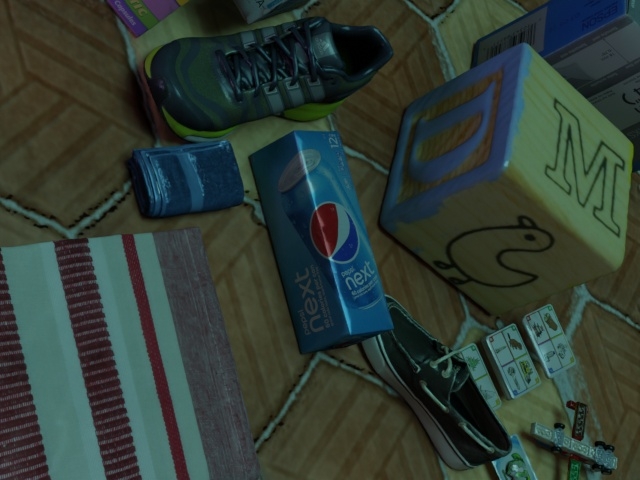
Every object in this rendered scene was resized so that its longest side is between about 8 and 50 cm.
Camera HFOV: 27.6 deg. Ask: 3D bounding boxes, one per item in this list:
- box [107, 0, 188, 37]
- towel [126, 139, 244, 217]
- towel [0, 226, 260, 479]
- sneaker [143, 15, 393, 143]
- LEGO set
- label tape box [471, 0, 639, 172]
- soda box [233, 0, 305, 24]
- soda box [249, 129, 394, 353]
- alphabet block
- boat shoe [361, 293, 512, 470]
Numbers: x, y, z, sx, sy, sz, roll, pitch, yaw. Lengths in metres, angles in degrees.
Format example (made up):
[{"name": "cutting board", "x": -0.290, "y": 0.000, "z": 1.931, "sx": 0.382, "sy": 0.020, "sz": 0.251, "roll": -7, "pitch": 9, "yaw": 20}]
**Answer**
[{"name": "box", "x": -0.153, "y": -0.358, "z": 1.268, "sx": 0.213, "sy": 0.117, "sz": 0.243, "roll": 50, "pitch": 43, "yaw": -16}, {"name": "towel", "x": -0.123, "y": -0.058, "z": 1.219, "sx": 0.119, "sy": 0.029, "sz": 0.067, "roll": -10, "pitch": 79, "yaw": -48}, {"name": "towel", "x": -0.201, "y": 0.115, "z": 1.053, "sx": 0.329, "sy": 0.037, "sz": 0.237, "roll": -6, "pitch": 78, "yaw": -45}, {"name": "sneaker", "x": -0.048, "y": -0.174, "z": 1.282, "sx": 0.300, "sy": 0.121, "sz": 0.111, "roll": -20, "pitch": 86, "yaw": -48}, {"name": "LEGO set", "x": 0.238, "y": 0.215, "z": 1.461, "sx": 0.182, "sy": 0.060, "sz": 0.244, "roll": -22, "pitch": 87, "yaw": -36}, {"name": "label tape box", "x": 0.388, "y": -0.174, "z": 1.637, "sx": 0.334, "sy": 0.241, "sz": 0.106, "roll": 34, "pitch": 49, "yaw": -30}, {"name": "soda box", "x": -0.038, "y": -0.270, "z": 1.340, "sx": 0.058, "sy": 0.063, "sz": 0.183, "roll": 59, "pitch": 21, "yaw": -6}, {"name": "soda box", "x": 0.000, "y": 0.000, "z": 1.284, "sx": 0.067, "sy": 0.071, "sz": 0.210, "roll": -4, "pitch": 74, "yaw": -47}, {"name": "alphabet block", "x": 0.209, "y": -0.064, "z": 1.443, "sx": 0.197, "sy": 0.192, "sz": 0.193, "roll": 37, "pitch": 50, "yaw": -27}, {"name": "boat shoe", "x": 0.121, "y": 0.138, "z": 1.342, "sx": 0.219, "sy": 0.070, "sz": 0.078, "roll": 54, "pitch": 43, "yaw": -12}]
